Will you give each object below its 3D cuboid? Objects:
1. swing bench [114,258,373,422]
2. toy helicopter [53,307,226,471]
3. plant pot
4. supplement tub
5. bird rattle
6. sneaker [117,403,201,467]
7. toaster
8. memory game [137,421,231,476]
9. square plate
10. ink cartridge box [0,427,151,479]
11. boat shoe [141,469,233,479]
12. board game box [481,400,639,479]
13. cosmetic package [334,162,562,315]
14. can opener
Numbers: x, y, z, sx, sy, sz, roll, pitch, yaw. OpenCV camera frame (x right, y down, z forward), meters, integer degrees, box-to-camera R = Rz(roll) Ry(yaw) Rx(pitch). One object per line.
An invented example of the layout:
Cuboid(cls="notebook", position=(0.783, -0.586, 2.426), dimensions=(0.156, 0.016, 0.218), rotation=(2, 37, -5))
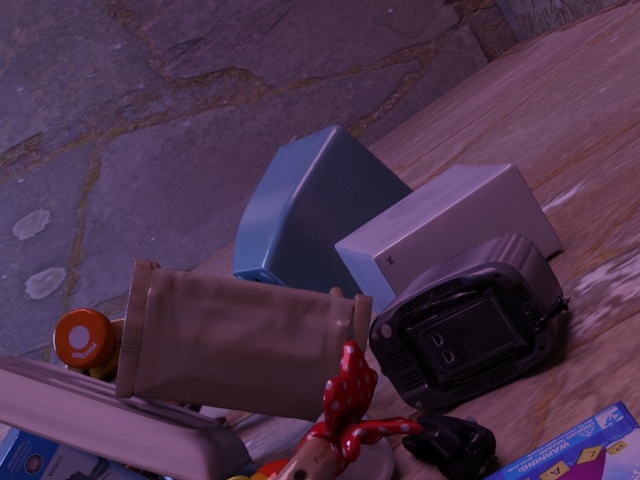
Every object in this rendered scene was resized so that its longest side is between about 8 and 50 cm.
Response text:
Cuboid(cls="swing bench", position=(-0.093, 0.119, 1.289), dimensions=(0.253, 0.165, 0.255), rotation=(10, -2, -6))
Cuboid(cls="toy helicopter", position=(-0.188, 0.202, 1.546), dimensions=(0.355, 0.234, 0.140), rotation=(-9, -15, 14))
Cuboid(cls="plant pot", position=(0.000, 0.000, 1.858), dimensions=(0.252, 0.248, 0.247), rotation=(-56, 17, -20))
Cuboid(cls="supplement tub", position=(0.032, 0.211, 1.146), dimensions=(0.071, 0.071, 0.107), rotation=(-33, 9, -3))
Cuboid(cls="bird rattle", position=(-0.029, 0.217, 1.005), dimensions=(0.253, 0.143, 0.207), rotation=(-56, -3, -29))
Cuboid(cls="sneaker", position=(-0.297, 0.295, 1.675), dimensions=(0.279, 0.107, 0.118), rotation=(-35, -12, -8))
Cuboid(cls="toaster", position=(0.169, 0.078, 1.216), dimensions=(0.227, 0.129, 0.146), rotation=(-31, 7, 26))
Cuboid(cls="memory game", position=(-0.203, 0.309, 1.582), dimensions=(0.186, 0.012, 0.186), rotation=(-31, 9, 6))
Cuboid(cls="square plate", position=(-0.253, 0.190, 1.265), dimensions=(0.347, 0.344, 0.049), rotation=(64, -136, -82))
Cuboid(cls="ink cartridge box", position=(-0.275, 0.296, 1.227), dimensions=(0.139, 0.191, 0.082), rotation=(-61, 15, -9))
Cuboid(cls="boat shoe", position=(-0.170, 0.292, 1.389), dimensions=(0.073, 0.073, 0.207), rotation=(-37, 12, -31))
Cuboid(cls="board game box", position=(0.104, 0.255, 0.705), dimensions=(0.319, 0.066, 0.318), rotation=(-32, 10, 6))
Cuboid(cls="cosmetic package", position=(0.167, 0.009, 1.538), dimensions=(0.224, 0.138, 0.225), rotation=(-33, 8, -8))
Cuboid(cls="can opener", position=(0.117, 0.185, 1.059), dimensions=(0.059, 0.073, 0.186), rotation=(-42, 2, -8))
